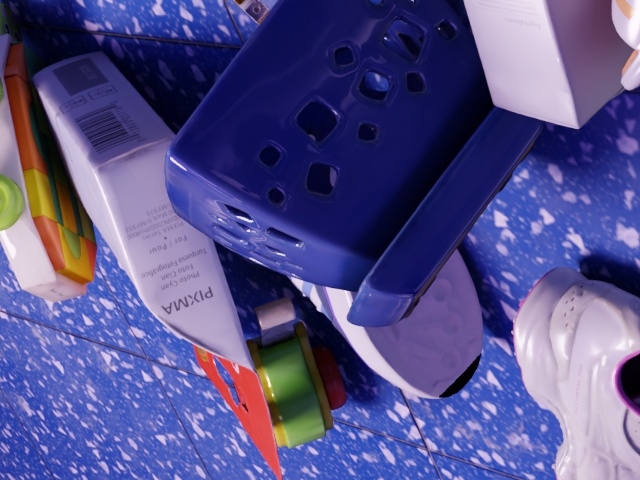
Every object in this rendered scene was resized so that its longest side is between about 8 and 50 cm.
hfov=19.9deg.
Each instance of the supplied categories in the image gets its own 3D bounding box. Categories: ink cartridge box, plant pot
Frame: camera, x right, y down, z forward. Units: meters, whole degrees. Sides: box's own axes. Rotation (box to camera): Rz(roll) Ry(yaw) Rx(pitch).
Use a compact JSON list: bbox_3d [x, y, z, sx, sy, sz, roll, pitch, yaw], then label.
[{"bbox_3d":[-0.165,0.033,1.808,0.308,0.091,0.385,-135,27,-62],"label":"ink cartridge box"},{"bbox_3d":[0.032,-0.071,1.393,0.212,0.236,0.236,36,170,5],"label":"plant pot"}]

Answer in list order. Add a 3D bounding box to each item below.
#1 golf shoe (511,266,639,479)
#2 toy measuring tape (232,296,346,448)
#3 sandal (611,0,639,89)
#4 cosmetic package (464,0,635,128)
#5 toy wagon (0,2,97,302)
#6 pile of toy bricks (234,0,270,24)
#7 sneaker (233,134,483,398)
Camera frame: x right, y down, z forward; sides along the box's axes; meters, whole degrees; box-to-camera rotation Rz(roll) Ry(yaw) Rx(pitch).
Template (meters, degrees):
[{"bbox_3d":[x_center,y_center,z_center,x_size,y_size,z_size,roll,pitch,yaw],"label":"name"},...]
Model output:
[{"bbox_3d":[0.265,0.163,1.528,0.140,0.115,0.306,8,133,46],"label":"golf shoe"},{"bbox_3d":[-0.030,0.145,1.852,0.121,0.121,0.330,43,169,9],"label":"toy measuring tape"},{"bbox_3d":[0.238,-0.206,1.129,0.076,0.102,0.265,41,142,15],"label":"sandal"},{"bbox_3d":[0.152,-0.204,1.220,0.085,0.117,0.231,20,140,42],"label":"cosmetic package"},{"bbox_3d":[-0.312,-0.112,1.901,0.267,0.068,0.344,48,-150,-77],"label":"toy wagon"},{"bbox_3d":[-0.079,-0.267,1.497,0.212,0.118,0.105,43,-176,-25],"label":"pile of toy bricks"},{"bbox_3d":[-0.001,0.000,1.695,0.323,0.130,0.236,53,162,-20],"label":"sneaker"}]
